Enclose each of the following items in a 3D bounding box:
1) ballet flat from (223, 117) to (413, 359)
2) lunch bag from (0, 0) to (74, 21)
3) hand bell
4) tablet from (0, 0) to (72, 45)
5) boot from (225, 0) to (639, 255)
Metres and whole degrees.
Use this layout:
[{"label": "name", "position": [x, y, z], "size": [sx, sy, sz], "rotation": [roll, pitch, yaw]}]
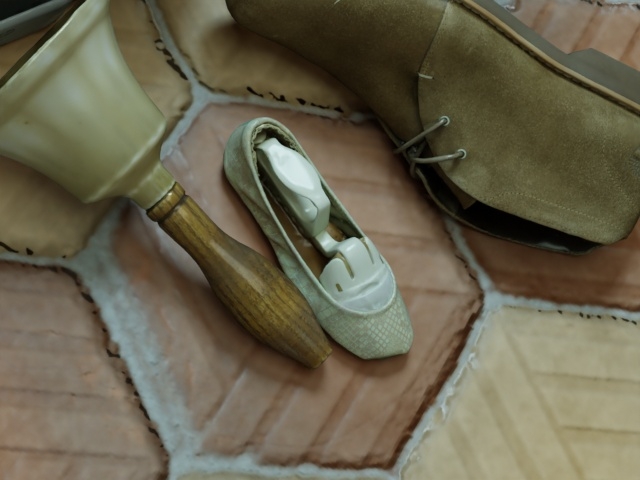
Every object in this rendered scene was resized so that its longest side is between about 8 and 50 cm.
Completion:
[{"label": "ballet flat", "position": [0.000, 0.000, 0.925], "size": [0.057, 0.052, 0.168], "rotation": [-37, 87, -26]}, {"label": "lunch bag", "position": [-0.183, -0.249, 0.835], "size": [0.305, 0.256, 0.213], "rotation": [-25, 81, -25]}, {"label": "hand bell", "position": [-0.080, -0.016, 0.889], "size": [0.242, 0.126, 0.126], "rotation": [45, 63, -13]}, {"label": "tablet", "position": [-0.183, -0.118, 0.901], "size": [0.083, 0.054, 0.006], "rotation": [-28, 92, -26]}, {"label": "boot", "position": [0.073, -0.085, 0.958], "size": [0.305, 0.112, 0.115], "rotation": [22, 76, -14]}]
